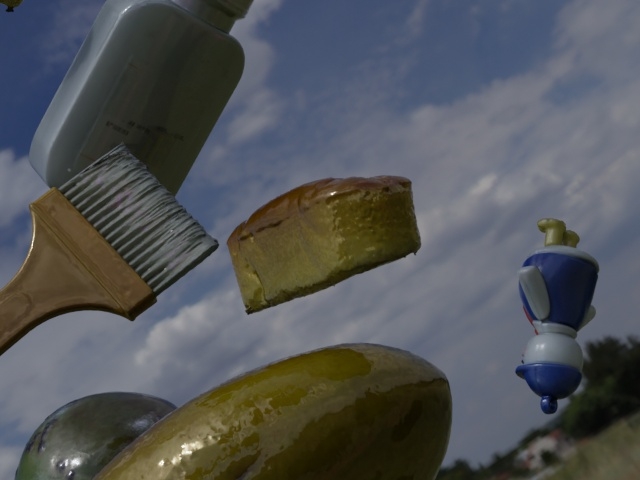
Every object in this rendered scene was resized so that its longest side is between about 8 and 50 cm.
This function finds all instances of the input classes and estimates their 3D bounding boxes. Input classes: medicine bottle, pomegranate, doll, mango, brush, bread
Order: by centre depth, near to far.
[{"bbox_3d":[-0.194,0.052,0.700,0.272,0.103,0.013,-39,-19,-17],"label":"brush"},{"bbox_3d":[0.170,0.056,0.849,0.057,0.143,0.099,-10,-27,39],"label":"doll"},{"bbox_3d":[-0.062,0.260,1.062,0.445,0.220,0.301,-36,-41,7],"label":"mango"},{"bbox_3d":[0.000,0.000,1.064,0.102,0.094,0.245,-12,-7,-30],"label":"bread"},{"bbox_3d":[-0.178,-0.172,1.251,0.161,0.111,0.296,23,-79,-37],"label":"medicine bottle"},{"bbox_3d":[-0.274,0.348,1.436,0.323,0.291,0.291,-40,-6,-42],"label":"pomegranate"}]

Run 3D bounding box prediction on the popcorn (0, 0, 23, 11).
[{"bbox_3d":[-0.336,-0.285,1.210,0.084,0.084,0.084,-31,-14,-9],"label":"popcorn"}]
